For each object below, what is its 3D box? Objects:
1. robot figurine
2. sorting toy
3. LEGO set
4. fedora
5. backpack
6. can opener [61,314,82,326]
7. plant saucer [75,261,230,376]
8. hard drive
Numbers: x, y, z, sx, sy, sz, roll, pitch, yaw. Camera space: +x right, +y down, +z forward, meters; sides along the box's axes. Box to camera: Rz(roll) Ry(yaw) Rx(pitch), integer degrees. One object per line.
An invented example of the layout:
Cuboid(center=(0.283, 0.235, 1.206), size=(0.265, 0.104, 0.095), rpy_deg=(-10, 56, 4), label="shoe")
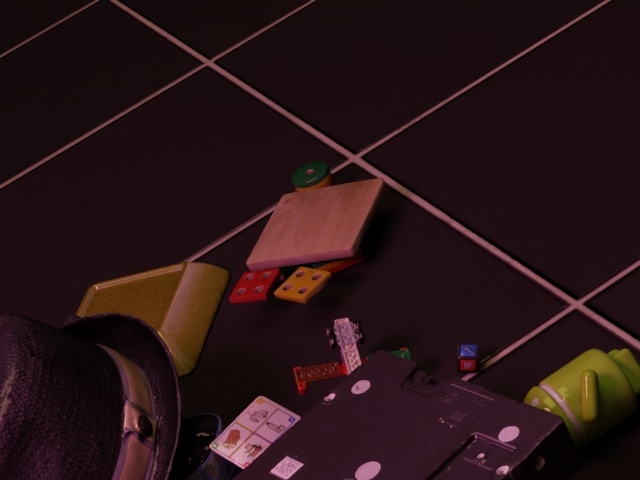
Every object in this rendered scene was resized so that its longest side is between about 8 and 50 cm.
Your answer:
Cuboid(center=(0.223, 0.138, 1.433), size=(0.115, 0.067, 0.101), rpy_deg=(-32, 2, -11), label="robot figurine")
Cuboid(center=(0.000, 0.000, 1.857), size=(0.132, 0.046, 0.274), rpy_deg=(-9, 32, 27), label="sorting toy")
Cuboid(center=(0.043, 0.165, 1.549), size=(0.182, 0.060, 0.244), rpy_deg=(26, 52, 26), label="LEGO set")
Cuboid(center=(-0.280, 0.189, 1.519), size=(0.334, 0.152, 0.334), rpy_deg=(-26, 44, 28), label="fedora")
Cuboid(center=(-0.129, 0.217, 1.563), size=(0.114, 0.084, 0.105), rpy_deg=(-20, 32, 24), label="backpack")
Cuboid(center=(-0.279, 0.165, 1.774), size=(0.073, 0.059, 0.186), rpy_deg=(15, 51, -12), label="can opener")
Cuboid(center=(-0.211, 0.092, 1.875), size=(0.188, 0.045, 0.188), rpy_deg=(-13, 31, 21), label="plant saucer")
Cuboid(center=(0.013, 0.235, 1.319), size=(0.339, 0.064, 0.237), rpy_deg=(-40, 31, -25), label="hard drive")
